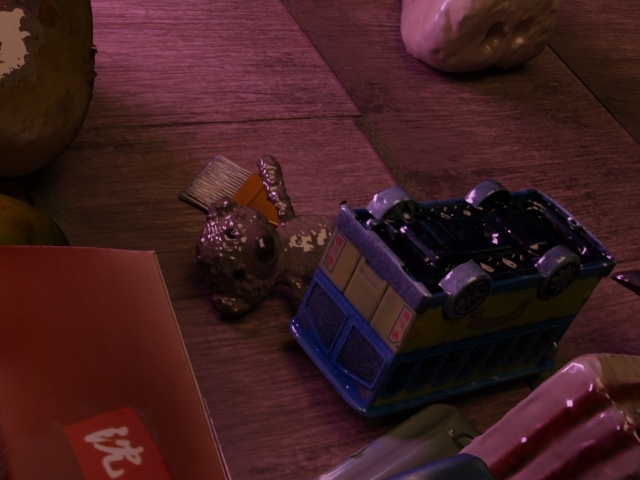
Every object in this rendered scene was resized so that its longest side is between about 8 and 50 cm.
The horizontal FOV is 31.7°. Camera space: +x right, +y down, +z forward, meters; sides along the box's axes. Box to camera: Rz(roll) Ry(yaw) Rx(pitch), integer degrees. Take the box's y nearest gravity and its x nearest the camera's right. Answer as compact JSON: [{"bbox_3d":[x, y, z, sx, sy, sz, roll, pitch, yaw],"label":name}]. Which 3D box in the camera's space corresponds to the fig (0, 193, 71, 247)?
[{"bbox_3d":[-0.320,0.048,0.962,0.225,0.203,0.203,26,34,33],"label":"fig"}]

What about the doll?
[{"bbox_3d":[0.000,0.018,1.249,0.286,0.091,0.202,24,70,-27],"label":"doll"}]

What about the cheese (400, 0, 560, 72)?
[{"bbox_3d":[0.241,-0.349,1.723,0.251,0.173,0.248,30,38,-3],"label":"cheese"}]

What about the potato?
[{"bbox_3d":[-0.362,-0.229,1.223,0.270,0.219,0.359,-20,64,-31],"label":"potato"}]

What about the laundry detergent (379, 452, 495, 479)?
[{"bbox_3d":[0.126,0.327,0.923,0.143,0.094,0.289,-8,69,-42],"label":"laundry detergent"}]

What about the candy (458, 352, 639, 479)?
[{"bbox_3d":[0.299,0.206,1.083,0.321,0.179,0.135,9,42,-42],"label":"candy"}]

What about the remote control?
[{"bbox_3d":[0.053,0.254,1.033,0.335,0.065,0.128,-23,63,-44],"label":"remote control"}]

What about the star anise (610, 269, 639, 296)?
[{"bbox_3d":[0.495,0.087,1.281,0.332,0.331,0.118,40,26,16],"label":"star anise"}]

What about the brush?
[{"bbox_3d":[-0.027,-0.012,1.323,0.272,0.013,0.103,31,40,4],"label":"brush"}]

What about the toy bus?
[{"bbox_3d":[0.143,0.054,1.188,0.312,0.190,0.152,-7,43,-40],"label":"toy bus"}]

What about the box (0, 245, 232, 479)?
[{"bbox_3d":[-0.162,0.257,0.656,0.122,0.385,0.344,2,45,-29],"label":"box"}]
